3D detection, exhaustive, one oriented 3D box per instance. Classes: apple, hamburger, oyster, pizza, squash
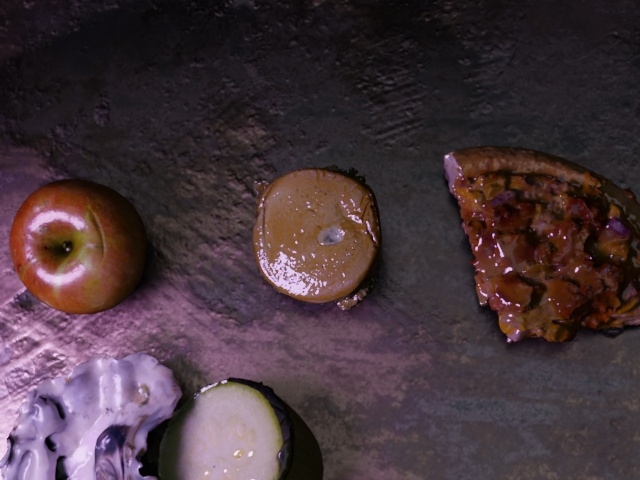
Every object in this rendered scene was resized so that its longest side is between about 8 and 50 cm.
[{"bbox_3d":[-0.340,0.009,1.966,0.196,0.196,0.196,-1,76,4],"label":"apple"},{"bbox_3d":[0.000,0.000,1.969,0.189,0.122,0.215,-13,79,8],"label":"hamburger"},{"bbox_3d":[-0.318,0.328,1.908,0.238,0.115,0.351,1,84,16],"label":"oyster"},{"bbox_3d":[0.328,0.013,1.949,0.409,0.114,0.278,39,77,15],"label":"pizza"},{"bbox_3d":[-0.115,0.304,1.927,0.220,0.133,0.220,-6,72,19],"label":"squash"}]
